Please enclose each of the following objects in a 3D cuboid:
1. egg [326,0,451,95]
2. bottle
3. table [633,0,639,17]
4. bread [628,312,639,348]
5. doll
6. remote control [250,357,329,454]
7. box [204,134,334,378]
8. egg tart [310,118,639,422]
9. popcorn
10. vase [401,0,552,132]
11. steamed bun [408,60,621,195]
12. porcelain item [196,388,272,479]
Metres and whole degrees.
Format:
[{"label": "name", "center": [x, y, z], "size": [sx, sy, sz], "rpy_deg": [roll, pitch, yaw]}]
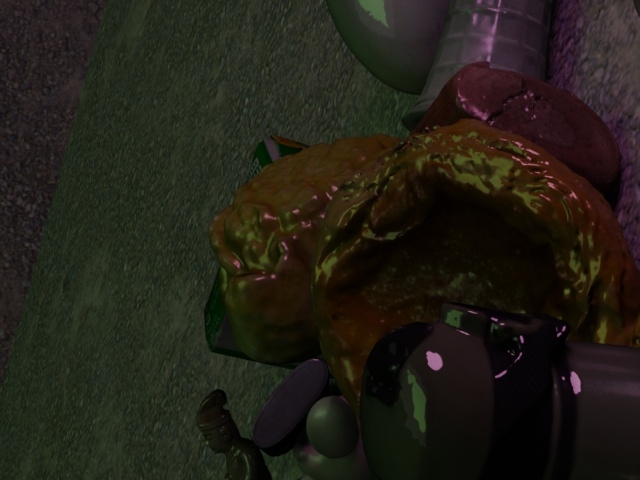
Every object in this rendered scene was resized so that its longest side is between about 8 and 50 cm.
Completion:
[{"label": "egg", "center": [0.094, -0.269, 2.075], "size": [0.183, 0.183, 0.264], "rpy_deg": [127, 143, -47]}, {"label": "bottle", "center": [0.188, 0.145, 1.340], "size": [0.168, 0.347, 0.168], "rpy_deg": [-165, 90, -69]}, {"label": "table", "center": [0.316, -0.241, 1.675], "size": [0.133, 0.043, 0.133], "rpy_deg": [-166, 90, -70]}, {"label": "bread", "center": [0.292, 0.070, 1.497], "size": [0.114, 0.083, 0.211], "rpy_deg": [40, 117, 63]}, {"label": "doll", "center": [0.024, 0.259, 1.957], "size": [0.242, 0.159, 0.311], "rpy_deg": [-55, -14, -15]}, {"label": "remote control", "center": [-0.028, 0.181, 2.091], "size": [0.107, 0.044, 0.377], "rpy_deg": [-46, -6, -6]}, {"label": "box", "center": [-0.020, 0.018, 2.205], "size": [0.103, 0.180, 0.250], "rpy_deg": [-109, 37, -62]}, {"label": "egg tart", "center": [0.151, 0.060, 1.694], "size": [0.352, 0.150, 0.352], "rpy_deg": [15, 113, 38]}, {"label": "popcorn", "center": [0.000, 0.000, 2.022], "size": [0.225, 0.286, 0.174], "rpy_deg": [28, 145, 54]}, {"label": "vase", "center": [0.177, -0.241, 1.920], "size": [0.143, 0.143, 0.299], "rpy_deg": [160, 125, -66]}, {"label": "steamed bun", "center": [0.172, -0.078, 1.784], "size": [0.145, 0.175, 0.106], "rpy_deg": [-57, 6, 51]}, {"label": "porcelain item", "center": [-0.076, 0.266, 2.183], "size": [0.213, 0.054, 0.084], "rpy_deg": [60, 178, -6]}]
